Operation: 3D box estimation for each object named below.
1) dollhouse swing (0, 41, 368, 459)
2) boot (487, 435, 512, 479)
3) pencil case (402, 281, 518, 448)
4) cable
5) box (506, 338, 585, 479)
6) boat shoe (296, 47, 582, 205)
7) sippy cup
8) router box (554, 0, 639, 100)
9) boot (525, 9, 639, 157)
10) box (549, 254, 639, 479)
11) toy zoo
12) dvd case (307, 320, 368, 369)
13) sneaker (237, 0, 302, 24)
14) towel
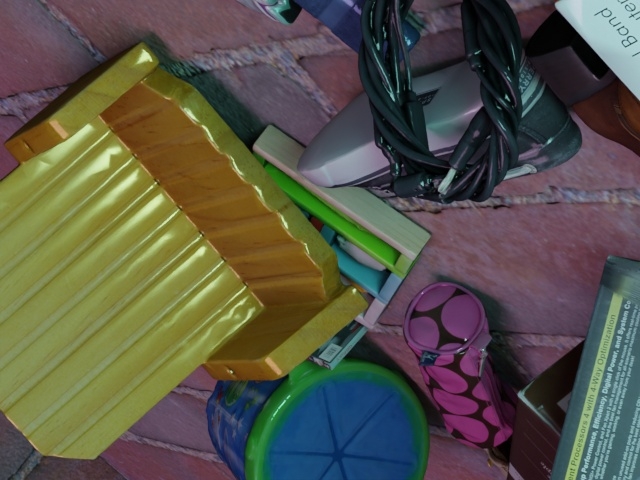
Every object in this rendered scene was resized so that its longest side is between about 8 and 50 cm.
[{"bbox_3d":[-0.212,0.043,1.684,0.347,0.305,0.315,51,160,-12],"label":"dollhouse swing"},{"bbox_3d":[0.234,0.267,1.821,0.262,0.095,0.203,4,143,52],"label":"boot"},{"bbox_3d":[0.149,0.135,1.684,0.098,0.095,0.209,21,157,30],"label":"pencil case"},{"bbox_3d":[0.084,-0.119,1.162,0.047,0.184,0.150,-4,-175,-34],"label":"cable"},{"bbox_3d":[0.272,0.236,1.471,0.191,0.143,0.381,47,165,25],"label":"box"},{"bbox_3d":[0.091,-0.074,1.320,0.102,0.108,0.301,45,150,-19],"label":"boat shoe"},{"bbox_3d":[-0.022,0.231,1.999,0.240,0.305,0.224,15,-176,-30],"label":"sippy cup"},{"bbox_3d":[0.338,-0.083,0.808,0.335,0.082,0.301,43,139,-19],"label":"router box"},{"bbox_3d":[0.290,-0.051,1.060,0.280,0.096,0.264,42,158,-17],"label":"boot"},{"bbox_3d":[0.313,0.237,1.180,0.318,0.394,0.097,14,-179,26],"label":"box"},{"bbox_3d":[0.000,0.000,1.710,0.192,0.030,0.293,35,159,4],"label":"toy zoo"},{"bbox_3d":[-0.008,0.094,1.845,0.119,0.087,0.013,18,143,37],"label":"dvd case"},{"bbox_3d":[-0.061,-0.215,1.336,0.069,0.038,0.098,21,154,33],"label":"sneaker"},{"bbox_3d":[0.022,-0.183,1.288,0.119,0.029,0.067,40,159,-7],"label":"towel"}]
